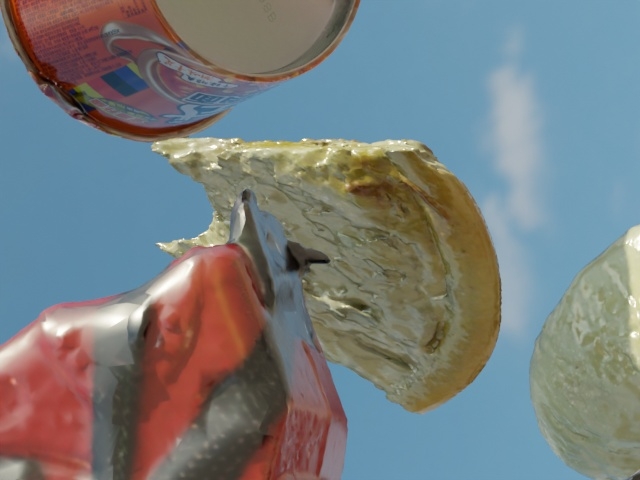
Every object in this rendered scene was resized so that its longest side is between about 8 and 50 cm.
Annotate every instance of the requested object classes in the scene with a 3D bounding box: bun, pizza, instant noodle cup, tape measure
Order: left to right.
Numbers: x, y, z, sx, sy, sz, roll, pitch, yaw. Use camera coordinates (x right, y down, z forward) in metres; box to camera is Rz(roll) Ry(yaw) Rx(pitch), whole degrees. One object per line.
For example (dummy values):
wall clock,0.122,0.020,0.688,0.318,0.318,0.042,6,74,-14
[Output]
tape measure,-0.085,0.145,0.631,0.114,0.253,0.260,38,-149,-72
instant noodle cup,-0.099,-0.206,1.389,0.250,0.192,0.250,2,-94,-31
pizza,0.000,0.000,1.173,0.034,0.262,0.181,-48,-21,-58
bun,0.274,0.100,1.362,0.244,0.244,0.153,53,-170,-40

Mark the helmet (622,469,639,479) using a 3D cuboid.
helmet,0.110,0.172,0.511,0.198,0.154,0.253,52,-147,8
